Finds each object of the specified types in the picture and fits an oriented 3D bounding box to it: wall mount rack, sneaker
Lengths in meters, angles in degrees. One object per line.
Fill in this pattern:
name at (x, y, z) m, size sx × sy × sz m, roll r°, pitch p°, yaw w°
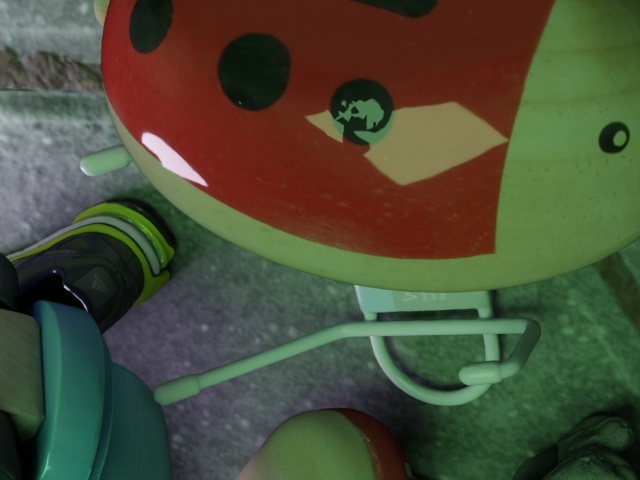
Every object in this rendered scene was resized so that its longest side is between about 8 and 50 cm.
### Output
wall mount rack at (0.000, 0.000, 1.492) m, size 0.304 × 0.130 × 0.350 m, roll -4°, pitch 113°, yaw 26°
sneaker at (-0.262, 0.068, 1.653) m, size 0.300 × 0.121 × 0.111 m, roll -33°, pitch 99°, yaw 34°

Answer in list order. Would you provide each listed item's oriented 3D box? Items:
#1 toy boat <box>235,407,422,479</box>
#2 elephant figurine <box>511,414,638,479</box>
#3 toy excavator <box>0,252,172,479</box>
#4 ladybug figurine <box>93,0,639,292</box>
toy boat at (0.026, 0.224, 1.601) m, size 0.231 × 0.151 × 0.151 m, roll 127°, pitch 134°, yaw -59°
elephant figurine at (0.243, 0.267, 1.495) m, size 0.186 × 0.169 × 0.239 m, roll -37°, pitch 93°, yaw 29°
toy excavator at (-0.192, 0.252, 1.591) m, size 0.445 × 0.222 × 0.433 m, roll 16°, pitch 129°, yaw -23°
ladybug figurine at (0.038, -0.129, 1.301) m, size 0.449 × 0.305 × 0.162 m, roll 11°, pitch 155°, yaw 20°
